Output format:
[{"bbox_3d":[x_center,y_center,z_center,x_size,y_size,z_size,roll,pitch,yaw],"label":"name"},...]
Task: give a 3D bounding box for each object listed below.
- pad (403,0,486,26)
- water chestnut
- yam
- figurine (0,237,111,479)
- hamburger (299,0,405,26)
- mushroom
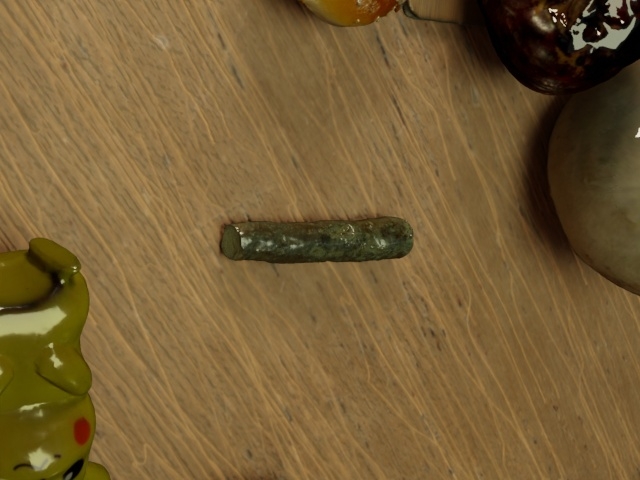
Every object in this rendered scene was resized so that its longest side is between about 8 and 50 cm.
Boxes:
[{"bbox_3d":[0.232,-0.431,1.680,0.284,0.018,0.286,-2,103,-38],"label":"pad"},{"bbox_3d":[0.339,-0.328,1.624,0.289,0.244,0.289,-13,112,-36],"label":"water chestnut"},{"bbox_3d":[0.000,0.000,1.585,0.274,0.061,0.061,-2,103,-37],"label":"yam"},{"bbox_3d":[-0.329,0.162,1.299,0.218,0.169,0.326,-8,105,-21],"label":"figurine"},{"bbox_3d":[0.038,-0.361,1.463,0.237,0.147,0.237,-14,113,-36],"label":"hamburger"},{"bbox_3d":[0.497,-0.087,1.845,0.362,0.294,0.362,3,75,-13],"label":"mushroom"}]
